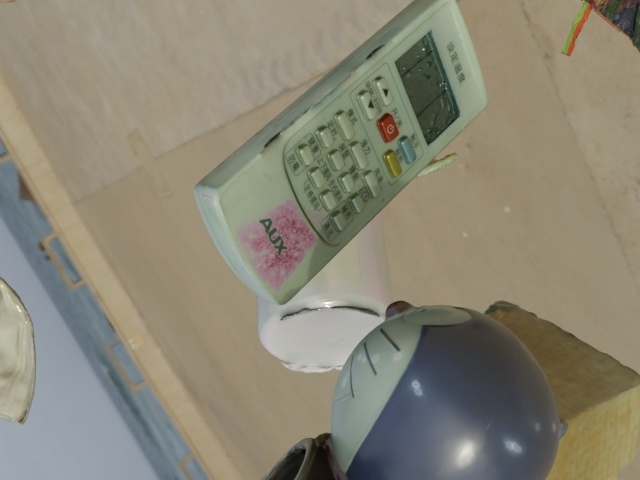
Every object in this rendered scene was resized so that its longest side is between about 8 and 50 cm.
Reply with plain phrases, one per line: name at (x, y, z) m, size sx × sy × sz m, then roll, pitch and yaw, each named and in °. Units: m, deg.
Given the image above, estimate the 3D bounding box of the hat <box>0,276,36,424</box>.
hat at (-0.422, 0.117, 0.824) m, size 0.226 × 0.164 × 0.219 m, roll -16°, pitch 131°, yaw 43°

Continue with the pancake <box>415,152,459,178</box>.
pancake at (0.179, -0.130, 1.397) m, size 0.129 × 0.116 × 0.023 m, roll -8°, pitch 105°, yaw 40°

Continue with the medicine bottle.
medicine bottle at (0.000, 0.000, 1.286) m, size 0.213 × 0.213 × 0.379 m, roll 87°, pitch 179°, yaw -55°

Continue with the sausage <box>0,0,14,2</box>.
sausage at (-0.307, -0.390, 0.744) m, size 0.093 × 0.093 × 0.312 m, roll 45°, pitch 125°, yaw 35°

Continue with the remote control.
remote control at (0.033, -0.094, 0.766) m, size 0.050 × 0.344 × 0.145 m, roll 18°, pitch 146°, yaw 48°

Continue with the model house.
model house at (0.305, 0.365, 1.342) m, size 0.334 × 0.342 × 0.382 m, roll 33°, pitch 139°, yaw 52°

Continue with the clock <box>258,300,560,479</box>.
clock at (0.050, 0.152, 0.538) m, size 0.146 × 0.243 × 0.199 m, roll 41°, pitch -168°, yaw 0°

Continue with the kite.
kite at (0.297, -0.267, 0.836) m, size 0.190 × 0.010 × 0.159 m, roll 59°, pitch 136°, yaw 33°
